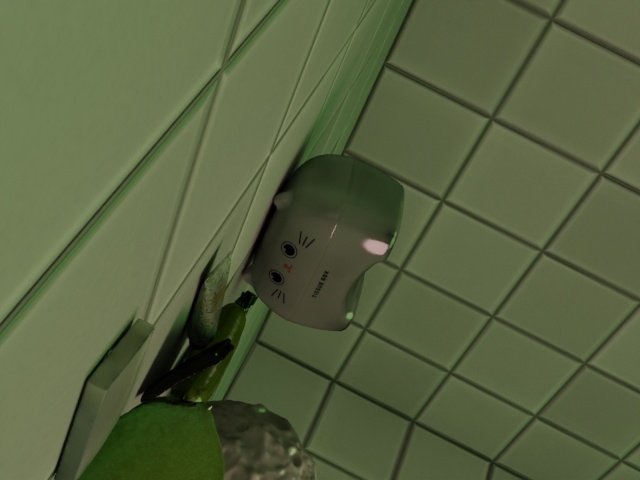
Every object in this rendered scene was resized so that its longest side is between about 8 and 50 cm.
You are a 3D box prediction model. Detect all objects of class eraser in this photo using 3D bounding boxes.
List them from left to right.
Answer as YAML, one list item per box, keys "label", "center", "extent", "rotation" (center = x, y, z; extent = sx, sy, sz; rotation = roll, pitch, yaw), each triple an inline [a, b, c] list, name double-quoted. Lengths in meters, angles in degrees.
- label: "eraser"
  center: [-0.210, 0.157, 0.882]
  extent: [0.150, 0.023, 0.104]
  rotation: [-63, 178, 34]

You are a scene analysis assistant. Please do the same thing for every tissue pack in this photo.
- label: "tissue pack"
  center: [0.000, 0.000, 1.760]
  extent: [0.229, 0.236, 0.333]
  rotation: [-75, -171, -50]

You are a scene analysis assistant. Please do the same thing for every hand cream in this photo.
- label: "hand cream"
  center: [-0.158, 0.093, 1.287]
  extent: [0.067, 0.042, 0.194]
  rotation: [-47, 167, -40]

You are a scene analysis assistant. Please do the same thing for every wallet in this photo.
- label: "wallet"
  center: [-0.187, 0.183, 1.291]
  extent: [0.124, 0.025, 0.244]
  rotation: [-31, 179, -3]

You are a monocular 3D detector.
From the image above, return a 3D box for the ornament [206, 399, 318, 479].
- label: "ornament"
  center: [-0.177, 0.447, 1.601]
  extent: [0.337, 0.337, 0.337]
  rotation: [-63, 179, -2]

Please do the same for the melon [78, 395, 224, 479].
- label: "melon"
  center: [-0.195, 0.360, 0.998]
  extent: [0.331, 0.226, 0.343]
  rotation: [38, 39, -55]

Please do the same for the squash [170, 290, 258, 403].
- label: "squash"
  center: [-0.185, 0.198, 1.523]
  extent: [0.080, 0.071, 0.318]
  rotation: [-28, -160, 32]
